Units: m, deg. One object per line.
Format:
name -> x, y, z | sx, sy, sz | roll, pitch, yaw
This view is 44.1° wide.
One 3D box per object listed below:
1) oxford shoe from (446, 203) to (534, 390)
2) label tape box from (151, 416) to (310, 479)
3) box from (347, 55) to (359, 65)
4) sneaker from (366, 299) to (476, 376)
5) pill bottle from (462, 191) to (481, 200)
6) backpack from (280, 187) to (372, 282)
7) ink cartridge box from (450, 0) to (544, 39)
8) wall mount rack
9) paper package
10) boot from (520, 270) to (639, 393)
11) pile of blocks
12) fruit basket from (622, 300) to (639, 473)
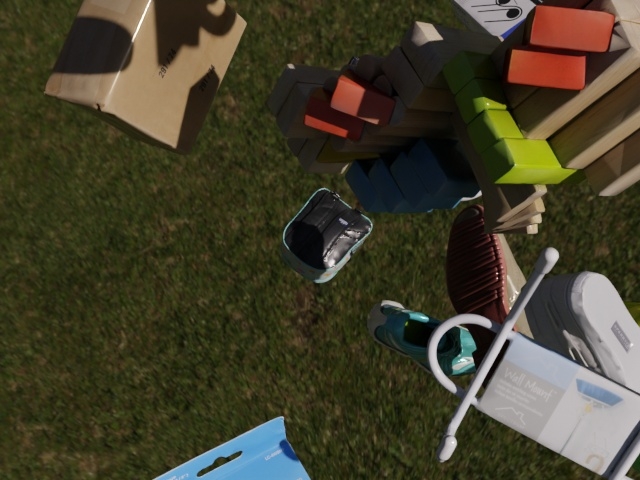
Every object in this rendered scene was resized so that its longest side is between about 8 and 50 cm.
oxford shoe -> 0.311, 0.107, 1.353 | 0.130, 0.123, 0.348 | 4, 69, -38
label tape box -> -0.123, 0.491, 1.316 | 0.249, 0.347, 0.115 | -23, 38, -21
box -> 0.142, -0.338, 1.711 | 0.116, 0.162, 0.029 | 45, 108, 32
sneaker -> 0.212, 0.191, 1.449 | 0.275, 0.110, 0.107 | 21, 81, -29
pill bottle -> 0.328, -0.243, 1.945 | 0.182, 0.181, 0.323 | -4, 31, 2
backpack -> 0.000, 0.000, 1.798 | 0.166, 0.144, 0.188 | 39, 59, 5
ink cartridge box -> 0.263, -0.277, 1.013 | 0.097, 0.046, 0.207 | -35, 53, 2
wall mount rack -> 0.291, 0.169, 0.892 | 0.350, 0.130, 0.304 | 27, 112, 11
paper package -> -0.336, -0.368, 1.569 | 0.168, 0.309, 0.324 | 20, 86, 26
boot -> 0.378, 0.151, 1.094 | 0.095, 0.123, 0.258 | -39, 105, -27
pile of blocks -> 0.068, -0.074, 0.536 | 0.113, 0.362, 0.148 | -3, 88, -36
fruit basket -> 0.623, 0.216, 1.355 | 0.392, 0.283, 0.392 | -2, 63, 5
